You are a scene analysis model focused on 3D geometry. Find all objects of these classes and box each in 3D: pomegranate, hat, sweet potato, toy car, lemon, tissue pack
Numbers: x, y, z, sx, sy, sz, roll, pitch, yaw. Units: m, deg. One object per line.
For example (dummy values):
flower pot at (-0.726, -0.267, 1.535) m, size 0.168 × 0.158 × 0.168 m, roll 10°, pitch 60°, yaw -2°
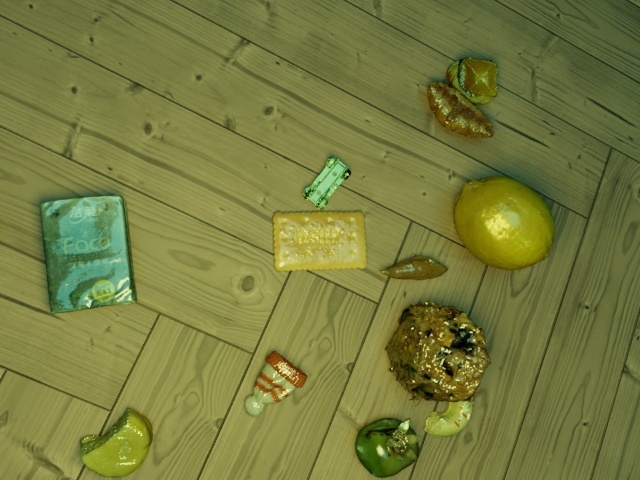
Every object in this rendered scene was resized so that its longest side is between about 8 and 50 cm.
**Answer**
pomegranate at (0.167, 0.491, 1.344) m, size 0.152 × 0.191 × 0.131 m, roll -22°, pitch 71°, yaw -16°
hat at (-0.121, 0.358, 1.350) m, size 0.112 × 0.093 × 0.162 m, roll 39°, pitch 81°, yaw 7°
sweet potato at (0.248, 0.075, 1.487) m, size 0.206 × 0.060 × 0.068 m, roll -6°, pitch 97°, yaw -22°
toy car at (0.016, -0.150, 1.472) m, size 0.073 × 0.054 × 0.143 m, roll 38°, pitch 80°, yaw -4°
lemon at (0.480, -0.045, 1.473) m, size 0.236 × 0.236 × 0.263 m, roll -22°, pitch 74°, yaw -15°
tissue pack at (-0.538, 0.032, 1.305) m, size 0.185 × 0.081 × 0.257 m, roll -7°, pitch 85°, yaw -14°

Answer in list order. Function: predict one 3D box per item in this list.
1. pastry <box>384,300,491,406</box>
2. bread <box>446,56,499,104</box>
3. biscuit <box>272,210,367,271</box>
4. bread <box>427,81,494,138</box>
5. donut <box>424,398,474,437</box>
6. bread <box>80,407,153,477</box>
pastry at (0.273, 0.275, 1.367) m, size 0.193 × 0.275 × 0.275 m, roll 1°, pitch 81°, yaw -39°
bread at (0.438, -0.453, 1.604) m, size 0.140 × 0.069 × 0.128 m, roll -2°, pitch 83°, yaw -17°
biscuit at (0.000, 0.000, 1.458) m, size 0.249 × 0.030 × 0.160 m, roll 0°, pitch 82°, yaw -13°
bread at (0.382, -0.354, 1.573) m, size 0.233 × 0.076 × 0.105 m, roll 36°, pitch 73°, yaw -4°
donut at (0.346, 0.437, 1.454) m, size 0.108 × 0.065 × 0.166 m, roll 23°, pitch 78°, yaw -9°
bread at (-0.451, 0.467, 1.261) m, size 0.156 × 0.086 × 0.125 m, roll -34°, pitch 100°, yaw -12°
